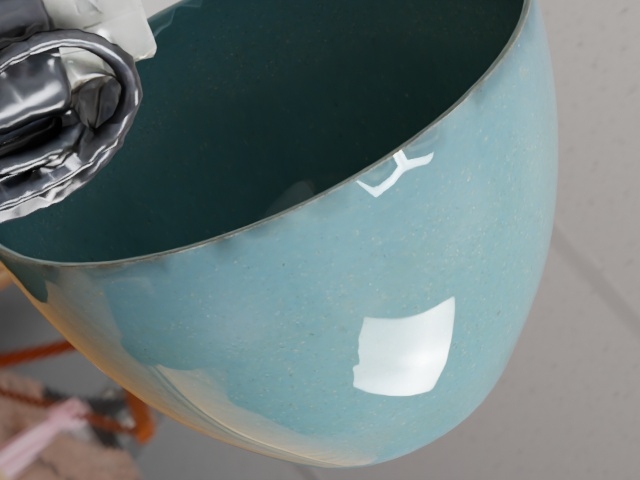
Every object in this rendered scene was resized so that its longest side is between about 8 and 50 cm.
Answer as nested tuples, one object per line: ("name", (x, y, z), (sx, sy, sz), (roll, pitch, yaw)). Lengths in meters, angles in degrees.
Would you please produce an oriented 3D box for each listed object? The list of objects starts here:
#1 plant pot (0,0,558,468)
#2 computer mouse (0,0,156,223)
("plant pot", (0.000, 0.000, 0.895), (0.290, 0.290, 0.195), (6, -49, 44))
("computer mouse", (-0.169, -0.106, 0.377), (0.272, 0.188, 0.072), (60, -21, 15))
